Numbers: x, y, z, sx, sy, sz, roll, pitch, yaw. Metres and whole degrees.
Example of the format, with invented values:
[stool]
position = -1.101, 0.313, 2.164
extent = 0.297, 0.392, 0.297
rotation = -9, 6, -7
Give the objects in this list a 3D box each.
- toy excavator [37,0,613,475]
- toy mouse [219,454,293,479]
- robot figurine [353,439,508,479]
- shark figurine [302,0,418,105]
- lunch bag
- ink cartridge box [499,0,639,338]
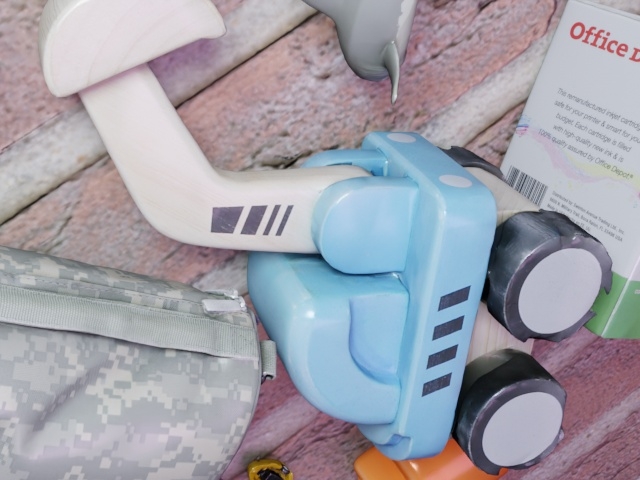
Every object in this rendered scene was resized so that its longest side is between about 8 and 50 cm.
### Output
[toy excavator]
position = 0.000, 0.000, 0.757
extent = 0.445, 0.222, 0.432
rotation = -3, 117, -21
[toy mouse]
position = -0.097, 0.284, 0.955
extent = 0.161, 0.031, 0.143
rotation = 35, 95, -40
[robot figurine]
position = 0.145, 0.228, 1.014
extent = 0.219, 0.128, 0.158
rotation = -31, 107, -12
[shark figurine]
position = 0.032, -0.217, 0.657
extent = 0.116, 0.166, 0.278
rotation = 13, 131, 1
[lunch bag]
position = -0.215, 0.113, 0.622
extent = 0.305, 0.212, 0.256
rotation = 16, 137, -36
[ink cartridge box]
position = 0.293, -0.072, 0.882
extent = 0.117, 0.201, 0.278
rotation = 6, 112, -35
